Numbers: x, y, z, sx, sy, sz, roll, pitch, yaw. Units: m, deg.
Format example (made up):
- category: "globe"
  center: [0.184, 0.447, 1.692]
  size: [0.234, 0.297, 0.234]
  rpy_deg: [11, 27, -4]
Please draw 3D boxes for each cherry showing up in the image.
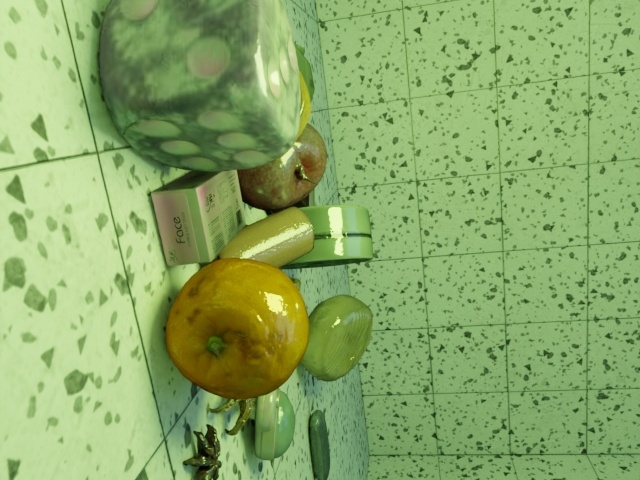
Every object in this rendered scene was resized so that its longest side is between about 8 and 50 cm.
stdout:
- category: "cherry"
  center: [-0.128, -0.200, 1.232]
  size: [0.261, 0.307, 0.221]
  rpy_deg: [-34, 153, -36]

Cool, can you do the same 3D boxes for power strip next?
- category: "power strip"
  center: [0.000, 0.000, 1.583]
  size: [0.357, 0.357, 0.162]
  rpy_deg: [26, 58, -78]

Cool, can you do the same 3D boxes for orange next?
- category: "orange"
  center: [-0.148, 0.161, 0.946]
  size: [0.261, 0.261, 0.261]
  rpy_deg: [-5, 90, -80]

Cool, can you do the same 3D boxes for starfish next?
- category: "starfish"
  center: [-0.189, 0.361, 1.163]
  size: [0.190, 0.074, 0.146]
  rpy_deg: [72, 11, -57]

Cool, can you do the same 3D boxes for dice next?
- category: "dice"
  center: [-0.190, -0.286, 0.877]
  size: [0.270, 0.270, 0.271]
  rpy_deg: [47, 40, -72]

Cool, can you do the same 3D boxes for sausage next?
- category: "sausage"
  center: [-0.142, 0.020, 1.165]
  size: [0.252, 0.123, 0.123]
  rpy_deg: [-26, 118, -35]

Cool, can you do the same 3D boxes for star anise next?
- category: "star anise"
  center: [-0.224, 0.434, 1.009]
  size: [0.141, 0.042, 0.141]
  rpy_deg: [-5, 90, -81]

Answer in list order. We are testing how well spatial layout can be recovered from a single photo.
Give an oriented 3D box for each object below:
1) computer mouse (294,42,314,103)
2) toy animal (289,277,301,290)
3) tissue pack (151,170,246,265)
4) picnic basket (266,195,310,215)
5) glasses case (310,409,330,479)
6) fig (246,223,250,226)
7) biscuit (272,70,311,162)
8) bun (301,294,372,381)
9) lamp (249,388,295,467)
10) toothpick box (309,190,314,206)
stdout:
- category: "computer mouse"
  center: [-0.156, -0.525, 1.552]
  size: [0.429, 0.145, 0.228]
  rpy_deg: [18, 74, -66]
- category: "toy animal"
  center: [-0.107, 0.203, 1.680]
  size: [0.083, 0.070, 0.159]
  rpy_deg: [-5, -106, 61]
- category: "tissue pack"
  center: [-0.235, -0.063, 1.027]
  size: [0.246, 0.092, 0.149]
  rpy_deg: [-66, 150, -70]
- category: "picnic basket"
  center: [-0.116, -0.194, 1.635]
  size: [0.297, 0.129, 0.223]
  rpy_deg: [65, 21, -65]
- category: "glasses case"
  center: [-0.001, 0.800, 1.986]
  size: [0.109, 0.067, 0.283]
  rpy_deg: [-37, 123, -74]
- category: "fig"
  center: [-0.167, 0.026, 1.310]
  size: [0.123, 0.123, 0.156]
  rpy_deg: [71, 5, -53]
- category: "biscuit"
  center: [-0.170, -0.291, 1.086]
  size: [0.057, 0.287, 0.344]
  rpy_deg: [31, 24, -54]
- category: "bun"
  center: [0.045, 0.351, 1.922]
  size: [0.362, 0.234, 0.326]
  rpy_deg: [-17, 130, -53]
- category: "lamp"
  center: [-0.119, 0.460, 1.315]
  size: [0.179, 0.107, 0.246]
  rpy_deg: [-93, -179, -50]
- category: "toothpick box"
  center: [-0.076, -0.190, 1.905]
  size: [0.111, 0.111, 0.181]
  rpy_deg: [43, 44, -75]
